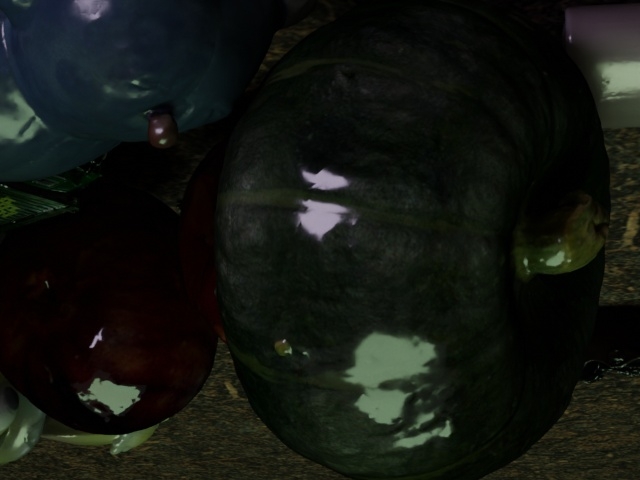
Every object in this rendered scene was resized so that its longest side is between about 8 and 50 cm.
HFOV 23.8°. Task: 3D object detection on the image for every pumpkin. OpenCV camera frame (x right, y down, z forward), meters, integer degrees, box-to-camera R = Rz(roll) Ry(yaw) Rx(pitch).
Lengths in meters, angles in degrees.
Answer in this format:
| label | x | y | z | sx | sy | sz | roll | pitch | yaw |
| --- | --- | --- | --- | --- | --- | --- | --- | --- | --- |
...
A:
| label | x | y | z | sx | sy | sz | roll | pitch | yaw |
| --- | --- | --- | --- | --- | --- | --- | --- | --- | --- |
| pumpkin | 0.068 | 0.004 | 0.915 | 0.207 | 0.300 | 0.300 | 9 | 167 | 27 |

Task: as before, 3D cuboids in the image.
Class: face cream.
| label | x | y | z | sx | sy | sz | roll | pitch | yaw |
| --- | --- | --- | --- | --- | --- | --- | --- | --- | --- |
| face cream | 0.289 | -0.115 | 0.974 | 0.269 | 0.073 | 0.107 | -2 | 152 | 8 |

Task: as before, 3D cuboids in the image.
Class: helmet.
| label | x | y | z | sx | sy | sz | roll | pitch | yaw |
| --- | --- | --- | --- | --- | --- | --- | --- | --- | --- |
| helmet | 0.321 | 0.115 | 1.683 | 0.123 | 0.070 | 0.098 | -15 | 164 | 21 |

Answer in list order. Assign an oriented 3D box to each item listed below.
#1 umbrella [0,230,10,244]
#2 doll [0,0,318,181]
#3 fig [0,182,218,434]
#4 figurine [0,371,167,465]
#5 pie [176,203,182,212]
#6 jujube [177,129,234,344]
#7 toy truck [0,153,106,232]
| label | x | y | z | sx | sy | sz | roll | pitch | yaw |
| --- | --- | --- | --- | --- | --- | --- | --- | --- | --- |
| umbrella | -0.298 | -0.011 | 1.340 | 0.235 | 0.059 | 0.066 | -20 | 115 | 40 |
| doll | -0.151 | -0.116 | 0.902 | 0.258 | 0.154 | 0.228 | -5 | 166 | 38 |
| fig | -0.159 | 0.070 | 1.253 | 0.186 | 0.204 | 0.249 | -34 | 154 | 6 |
| figurine | -0.314 | 0.149 | 1.424 | 0.394 | 0.227 | 0.274 | 2 | 150 | -47 |
| pie | -0.036 | -0.009 | 1.362 | 0.170 | 0.034 | 0.092 | 1 | 153 | 18 |
| jujube | 0.017 | -0.003 | 1.145 | 0.232 | 0.213 | 0.213 | 4 | 162 | -26 |
| toy truck | -0.261 | -0.062 | 1.136 | 0.259 | 0.088 | 0.121 | -14 | 156 | 41 |
